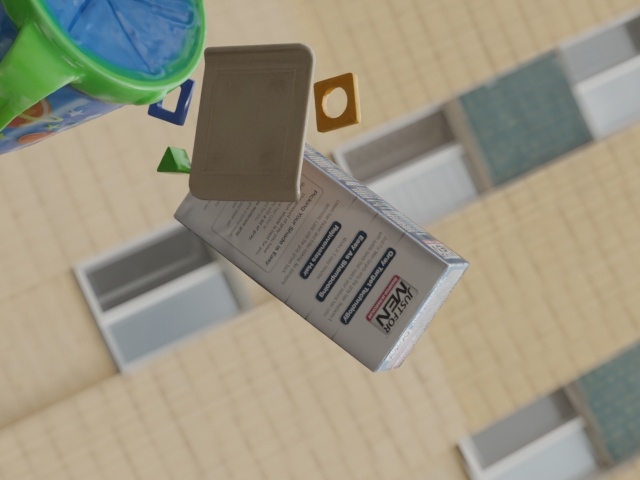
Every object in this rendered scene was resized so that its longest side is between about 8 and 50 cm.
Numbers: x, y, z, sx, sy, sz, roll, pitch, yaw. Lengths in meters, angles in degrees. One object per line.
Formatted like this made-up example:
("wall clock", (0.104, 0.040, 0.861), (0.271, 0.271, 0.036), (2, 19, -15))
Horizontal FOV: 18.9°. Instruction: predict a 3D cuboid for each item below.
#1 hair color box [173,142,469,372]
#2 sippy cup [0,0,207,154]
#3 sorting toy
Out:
("hair color box", (0.000, 0.000, 2.484), (0.347, 0.105, 0.174), (38, -78, 17))
("sippy cup", (-0.263, -0.196, 1.778), (0.224, 0.305, 0.240), (-28, -102, 37))
("sorting toy", (-0.078, -0.146, 2.405), (0.348, 0.047, 0.196), (2, -94, 39))
